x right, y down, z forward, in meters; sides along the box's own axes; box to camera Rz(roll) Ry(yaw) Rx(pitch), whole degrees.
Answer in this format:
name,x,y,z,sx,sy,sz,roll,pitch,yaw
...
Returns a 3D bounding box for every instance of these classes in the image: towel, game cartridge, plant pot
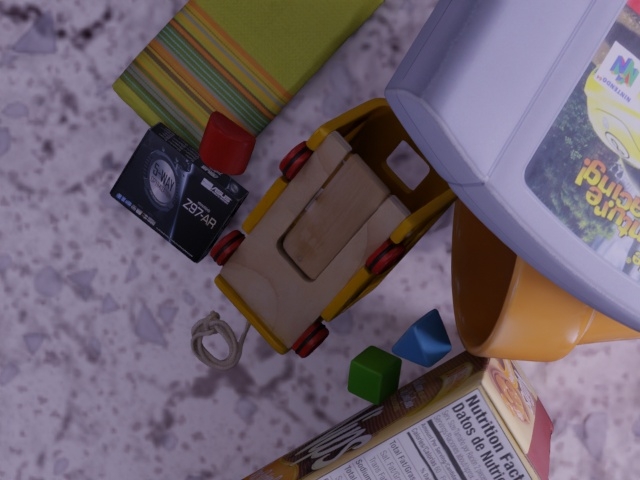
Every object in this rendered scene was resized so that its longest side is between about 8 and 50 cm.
name,x,y,z,sx,sy,sz,roll,pitch,yaw
towel,-0.033,-0.158,1.132,0.102,0.021,0.237,44,100,-1
game cartridge,0.187,-0.058,0.900,0.294,0.060,0.196,34,85,-20
plant pot,0.198,-0.018,1.028,0.188,0.205,0.205,6,97,-7

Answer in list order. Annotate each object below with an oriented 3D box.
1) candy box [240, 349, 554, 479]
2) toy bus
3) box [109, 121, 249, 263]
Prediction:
name,x,y,z,sx,sy,sz,roll,pitch,yaw
candy box,0.001,0.187,1.076,0.316,0.183,0.087,-32,91,11
toy bus,0.009,-0.003,1.094,0.202,0.104,0.191,8,115,34
box,-0.101,-0.034,1.144,0.083,0.018,0.067,39,122,4
